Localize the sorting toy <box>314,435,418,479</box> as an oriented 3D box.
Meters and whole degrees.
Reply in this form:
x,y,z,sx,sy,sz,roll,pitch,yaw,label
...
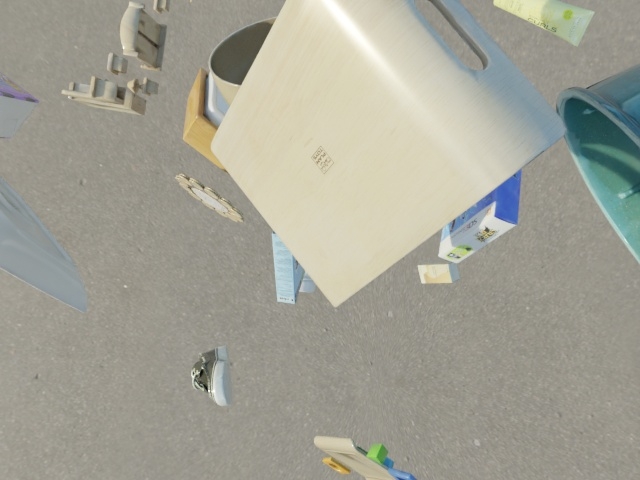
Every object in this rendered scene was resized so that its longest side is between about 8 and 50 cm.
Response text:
x,y,z,sx,sy,sz,roll,pitch,yaw,label
0.100,0.511,1.267,0.196,0.347,0.047,41,59,-13,sorting toy

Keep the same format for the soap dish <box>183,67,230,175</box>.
x,y,z,sx,sy,sz,roll,pitch,yaw,label
-0.196,-0.252,1.297,0.118,0.291,0.229,-35,39,22,soap dish

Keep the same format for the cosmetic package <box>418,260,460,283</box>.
x,y,z,sx,sy,sz,roll,pitch,yaw,label
0.349,0.094,1.601,0.041,0.115,0.060,-18,96,-39,cosmetic package

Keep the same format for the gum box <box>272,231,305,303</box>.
x,y,z,sx,sy,sz,roll,pitch,yaw,label
-0.053,0.007,1.080,0.041,0.184,0.157,8,42,8,gum box

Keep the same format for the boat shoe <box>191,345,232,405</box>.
x,y,z,sx,sy,sz,roll,pitch,yaw,label
-0.205,0.258,1.021,0.070,0.219,0.078,-9,95,-10,boat shoe

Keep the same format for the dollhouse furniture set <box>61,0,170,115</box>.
x,y,z,sx,sy,sz,roll,pitch,yaw,label
-0.558,-0.539,1.465,0.173,0.303,0.356,9,95,1,dollhouse furniture set

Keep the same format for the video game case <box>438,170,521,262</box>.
x,y,z,sx,sy,sz,roll,pitch,yaw,label
0.370,-0.113,1.256,0.061,0.244,0.269,19,64,-10,video game case

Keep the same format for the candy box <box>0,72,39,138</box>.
x,y,z,sx,sy,sz,roll,pitch,yaw,label
-0.476,-0.214,0.666,0.196,0.165,0.070,38,92,-15,candy box

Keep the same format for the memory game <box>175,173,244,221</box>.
x,y,z,sx,sy,sz,roll,pitch,yaw,label
-0.251,-0.096,1.239,0.186,0.186,0.012,29,77,12,memory game

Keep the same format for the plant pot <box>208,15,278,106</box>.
x,y,z,sx,sy,sz,roll,pitch,yaw,label
-0.058,-0.299,1.080,0.284,0.191,0.284,-6,46,6,plant pot

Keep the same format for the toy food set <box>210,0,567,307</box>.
x,y,z,sx,sy,sz,roll,pitch,yaw,label
0.031,-0.087,0.503,0.092,0.306,0.220,-33,82,-40,toy food set

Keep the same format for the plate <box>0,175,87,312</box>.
x,y,z,sx,sy,sz,roll,pitch,yaw,label
-0.432,-0.042,0.722,0.045,0.277,0.278,-42,74,-13,plate

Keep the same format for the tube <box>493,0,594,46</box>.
x,y,z,sx,sy,sz,roll,pitch,yaw,label
0.557,-0.579,1.363,0.240,0.070,0.062,34,97,19,tube

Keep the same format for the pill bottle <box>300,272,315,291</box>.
x,y,z,sx,sy,sz,roll,pitch,yaw,label
-0.051,0.041,1.708,0.131,0.131,0.229,9,94,8,pill bottle

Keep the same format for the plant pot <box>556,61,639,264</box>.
x,y,z,sx,sy,sz,roll,pitch,yaw,label
0.502,-0.111,0.582,0.334,0.341,0.341,-32,74,16,plant pot
